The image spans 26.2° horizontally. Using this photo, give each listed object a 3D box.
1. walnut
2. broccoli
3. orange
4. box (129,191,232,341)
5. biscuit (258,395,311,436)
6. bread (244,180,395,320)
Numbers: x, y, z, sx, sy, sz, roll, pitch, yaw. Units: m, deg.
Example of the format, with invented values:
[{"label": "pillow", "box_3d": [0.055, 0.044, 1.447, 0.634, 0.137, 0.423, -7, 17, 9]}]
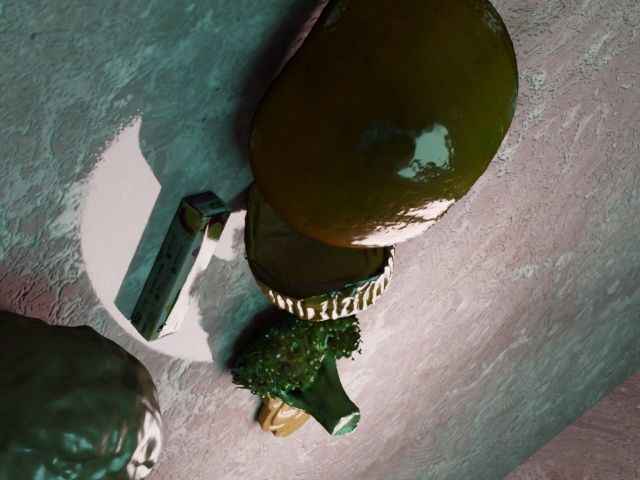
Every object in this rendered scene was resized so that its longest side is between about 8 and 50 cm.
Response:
[{"label": "walnut", "box_3d": [-0.301, 0.194, 1.443, 0.273, 0.227, 0.273, -32, 150, -21]}, {"label": "broccoli", "box_3d": [-0.006, 0.188, 1.938, 0.194, 0.194, 0.220, -6, 140, -54]}, {"label": "orange", "box_3d": [0.073, -0.140, 1.506, 0.310, 0.274, 0.274, -52, 157, -14]}, {"label": "box", "box_3d": [-0.166, 0.034, 1.632, 0.050, 0.041, 0.207, -20, 145, -49]}, {"label": "biscuit", "box_3d": [-0.038, 0.238, 2.156, 0.144, 0.040, 0.236, -29, 149, -21]}, {"label": "bread", "box_3d": [0.001, 0.000, 1.658, 0.199, 0.199, 0.104, -40, 158, -13]}]
